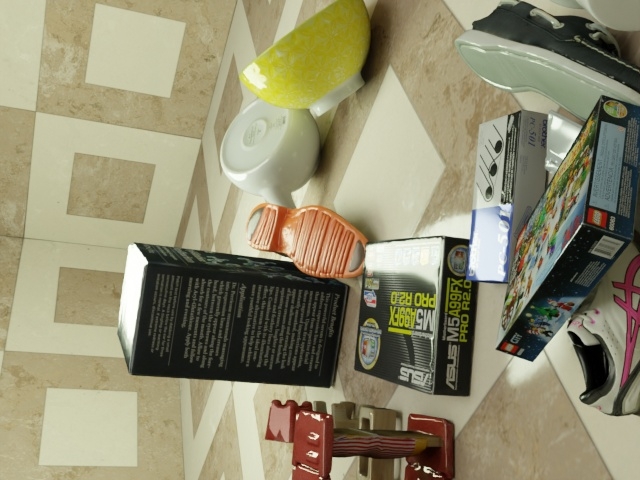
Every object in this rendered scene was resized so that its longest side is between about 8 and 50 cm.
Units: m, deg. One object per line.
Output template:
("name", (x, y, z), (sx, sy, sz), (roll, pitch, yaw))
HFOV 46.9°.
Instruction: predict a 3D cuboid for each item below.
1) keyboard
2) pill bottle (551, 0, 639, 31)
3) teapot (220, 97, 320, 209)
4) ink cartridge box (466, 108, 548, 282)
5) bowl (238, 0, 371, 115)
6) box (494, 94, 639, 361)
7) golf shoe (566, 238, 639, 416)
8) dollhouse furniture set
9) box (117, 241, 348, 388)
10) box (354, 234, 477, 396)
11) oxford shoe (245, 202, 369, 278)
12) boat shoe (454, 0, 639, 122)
("keyboard", (0.299, -0.058, 0.737), (0.256, 0.014, 0.072), (-124, 27, -57))
("pill bottle", (0.263, -0.346, 0.744), (0.318, 0.176, 0.176), (-104, 28, -46))
("teapot", (-0.089, -0.200, 1.678), (0.256, 0.187, 0.252), (-55, 43, 1))
("ink cartridge box", (0.232, -0.050, 0.918), (0.097, 0.046, 0.207), (175, 101, -71))
("bowl", (-0.002, -0.340, 1.453), (0.156, 0.289, 0.289), (55, 161, -8))
("box", (0.239, -0.003, 0.723), (0.233, 0.044, 0.159), (101, -172, -55))
("golf shoe", (0.275, 0.071, 0.701), (0.067, 0.086, 0.186), (133, 141, -60))
("dollhouse furniture set", (0.025, 0.331, 1.127), (0.374, 0.201, 0.152), (160, 115, -67))
("box", (-0.187, 0.145, 1.490), (0.293, 0.395, 0.212), (-160, 79, -69))
("box", (0.136, 0.106, 1.107), (0.270, 0.060, 0.216), (175, 102, -70))
("oxford shoe", (0.000, 0.000, 1.457), (0.364, 0.133, 0.130), (22, 94, 51))
("boat shoe", (0.262, -0.202, 0.800), (0.091, 0.114, 0.302), (-47, 41, 1))
